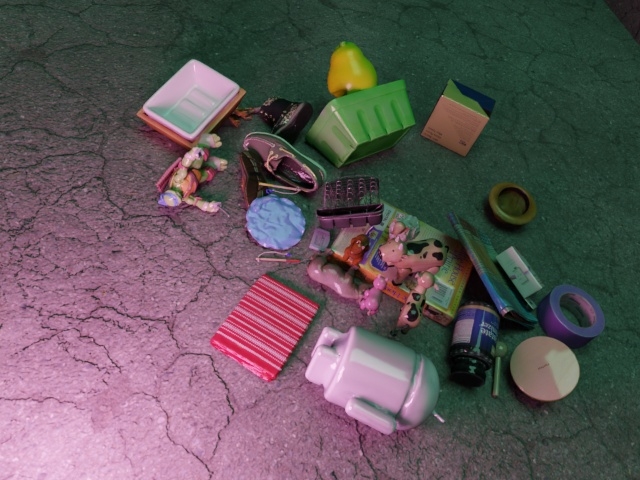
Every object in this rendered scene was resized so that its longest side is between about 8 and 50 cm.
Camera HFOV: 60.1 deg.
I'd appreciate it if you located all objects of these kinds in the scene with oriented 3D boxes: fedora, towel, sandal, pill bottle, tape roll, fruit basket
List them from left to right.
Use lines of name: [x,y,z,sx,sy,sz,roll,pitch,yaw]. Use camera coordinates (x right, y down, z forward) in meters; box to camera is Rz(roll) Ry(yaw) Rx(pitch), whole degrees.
sandal: [-0.223,-0.184,1.761,0.089,0.060,0.219,0,63,-37]
towel: [-0.144,0.228,1.492,0.198,0.031,0.275,29,48,8]
fruit basket: [0.119,-0.493,1.969,0.391,0.283,0.392,10,63,-21]
pill bottle: [0.433,0.292,1.563,0.122,0.123,0.219,21,58,-1]
towel: [0.538,0.091,1.725,0.271,0.040,0.370,24,37,-48]
fedora: [0.683,-0.121,2.001,0.194,0.079,0.194,6,57,-9]
tape roll: [0.792,0.240,1.756,0.188,0.080,0.189,9,50,-11]

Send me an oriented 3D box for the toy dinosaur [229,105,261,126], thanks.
toy dinosaur: [-0.310,-0.455,1.960,0.211,0.064,0.112,2,34,-28]

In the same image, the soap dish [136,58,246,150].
soap dish: [-0.421,-0.440,1.829,0.228,0.118,0.291,31,65,8]

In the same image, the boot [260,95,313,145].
boot: [-0.156,-0.408,1.950,0.178,0.085,0.236,29,75,38]

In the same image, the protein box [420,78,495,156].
protein box: [0.532,-0.474,2.145,0.199,0.201,0.136,27,50,4]

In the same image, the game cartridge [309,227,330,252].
game cartridge: [0.000,0.000,1.725,0.055,0.017,0.083,18,50,1]

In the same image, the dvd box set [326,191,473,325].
dvd box set: [0.265,0.047,1.746,0.420,0.062,0.308,28,50,5]

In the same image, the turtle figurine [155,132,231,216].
turtle figurine: [-0.334,-0.194,1.656,0.198,0.274,0.266,46,40,-25]

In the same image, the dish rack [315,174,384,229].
dish rack: [0.098,-0.139,1.765,0.208,0.074,0.272,-4,40,8]

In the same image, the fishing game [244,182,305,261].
fishing game: [-0.140,-0.053,1.696,0.189,0.041,0.264,3,67,-17]

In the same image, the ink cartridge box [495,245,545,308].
ink cartridge box: [0.651,0.117,1.767,0.198,0.067,0.115,59,23,16]

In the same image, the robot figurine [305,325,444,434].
robot figurine: [0.145,0.344,1.385,0.353,0.200,0.300,23,36,1]

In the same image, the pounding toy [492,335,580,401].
pounding toy: [0.612,0.380,1.592,0.236,0.110,0.183,-3,61,17]

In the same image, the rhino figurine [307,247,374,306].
rhino figurine: [0.068,0.116,1.621,0.243,0.073,0.106,31,47,5]

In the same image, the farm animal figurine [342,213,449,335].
farm animal figurine: [0.240,0.071,1.559,0.326,0.172,0.330,-20,63,-32]

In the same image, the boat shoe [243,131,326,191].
boat shoe: [-0.125,-0.259,1.815,0.304,0.109,0.091,30,29,2]
